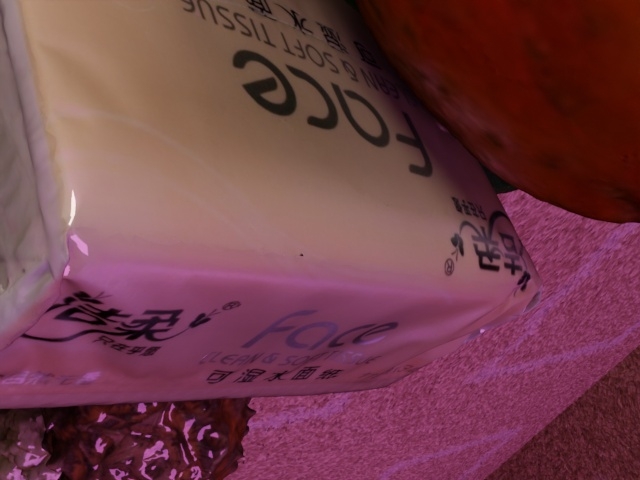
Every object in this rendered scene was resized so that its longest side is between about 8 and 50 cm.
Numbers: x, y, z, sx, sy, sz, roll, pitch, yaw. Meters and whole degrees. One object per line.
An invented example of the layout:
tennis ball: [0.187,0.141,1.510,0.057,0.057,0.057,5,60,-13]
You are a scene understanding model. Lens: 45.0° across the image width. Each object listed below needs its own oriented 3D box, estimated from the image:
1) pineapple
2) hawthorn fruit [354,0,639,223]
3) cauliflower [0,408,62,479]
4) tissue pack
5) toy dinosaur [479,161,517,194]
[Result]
pineapple: [-0.147,0.089,0.701,0.175,0.361,0.175,-2,110,-5]
hawthorn fruit: [0.226,-0.182,0.478,0.403,0.403,0.403,-22,148,-15]
cauliflower: [-0.303,0.210,0.824,0.281,0.260,0.327,-7,176,-30]
tissue pack: [-0.072,-0.067,0.537,0.405,0.331,0.205,8,142,-47]
toy dinosaur: [0.220,-0.106,0.994,0.301,0.087,0.447,-26,155,-6]
